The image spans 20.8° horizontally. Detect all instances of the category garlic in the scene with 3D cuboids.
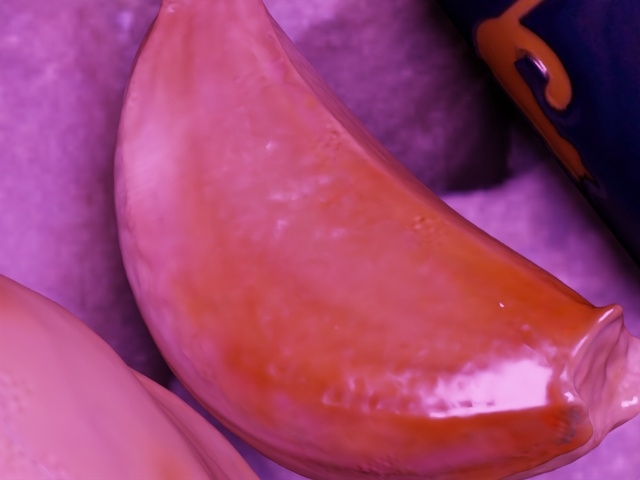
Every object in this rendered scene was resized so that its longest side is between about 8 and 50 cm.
[{"bbox_3d":[-0.006,0.003,0.552,0.115,0.128,0.206,-35,82,-20],"label":"garlic"}]

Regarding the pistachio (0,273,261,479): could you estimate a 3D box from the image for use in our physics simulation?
[{"bbox_3d":[-0.108,0.135,0.481,0.321,0.229,0.238,45,52,-14],"label":"pistachio"}]

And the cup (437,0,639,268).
[{"bbox_3d":[0.186,-0.061,0.535,0.178,0.255,0.256,-39,91,-35],"label":"cup"}]
